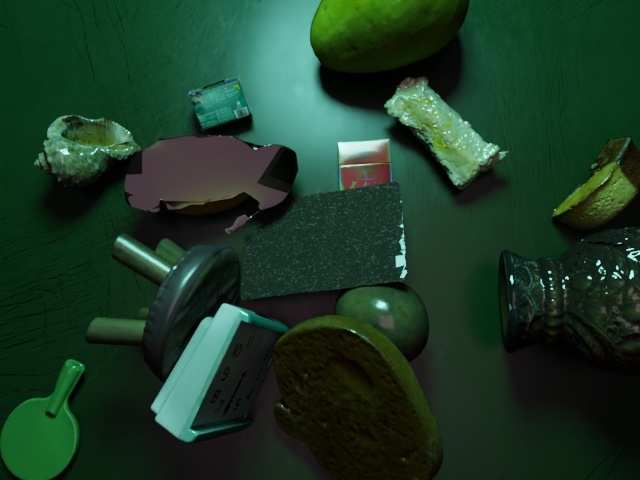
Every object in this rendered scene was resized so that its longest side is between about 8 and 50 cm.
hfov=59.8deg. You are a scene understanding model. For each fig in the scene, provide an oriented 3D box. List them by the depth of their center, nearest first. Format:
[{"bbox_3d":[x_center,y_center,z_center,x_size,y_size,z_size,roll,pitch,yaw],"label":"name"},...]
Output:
[{"bbox_3d":[0.130,-0.457,1.110,0.326,0.258,0.258,-32,81,14],"label":"fig"}]

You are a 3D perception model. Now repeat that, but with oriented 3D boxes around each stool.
[{"bbox_3d":[-0.281,0.113,1.036,0.178,0.272,0.272,19,83,14],"label":"stool"}]

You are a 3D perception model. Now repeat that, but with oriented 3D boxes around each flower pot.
[{"bbox_3d":[0.469,0.109,1.014,0.267,0.266,0.266,0,81,13],"label":"flower pot"}]

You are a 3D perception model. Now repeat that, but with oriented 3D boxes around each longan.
[{"bbox_3d":[0.116,0.149,1.055,0.187,0.167,0.167,23,83,14],"label":"longan"}]

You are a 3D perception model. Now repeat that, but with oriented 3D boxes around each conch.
[{"bbox_3d":[-0.485,-0.192,1.151,0.207,0.130,0.155,-18,94,-15],"label":"conch"}]

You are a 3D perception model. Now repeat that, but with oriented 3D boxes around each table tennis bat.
[{"bbox_3d":[-0.545,0.360,1.119,0.160,0.039,0.257,25,88,6],"label":"table tennis bat"}]

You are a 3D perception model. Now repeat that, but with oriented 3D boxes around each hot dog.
[{"bbox_3d":[-0.219,-0.119,1.146,0.326,0.107,0.194,11,92,-6],"label":"hot dog"}]

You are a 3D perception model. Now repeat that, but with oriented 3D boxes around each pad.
[{"bbox_3d":[0.000,0.000,1.090,0.330,0.004,0.220,-8,60,15],"label":"pad"}]

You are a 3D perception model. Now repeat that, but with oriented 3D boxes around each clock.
[{"bbox_3d":[-0.174,0.231,1.010,0.116,0.262,0.231,23,83,16],"label":"clock"}]

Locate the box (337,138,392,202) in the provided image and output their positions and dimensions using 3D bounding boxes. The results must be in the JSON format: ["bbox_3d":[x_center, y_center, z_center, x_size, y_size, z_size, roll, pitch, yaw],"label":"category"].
[{"bbox_3d":[0.094,-0.119,1.156,0.112,0.048,0.175,-4,81,2],"label":"box"}]

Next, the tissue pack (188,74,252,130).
[{"bbox_3d":[-0.212,-0.295,1.185,0.111,0.079,0.085,-19,116,1],"label":"tissue pack"}]

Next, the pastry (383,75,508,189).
[{"bbox_3d":[0.246,-0.221,1.145,0.121,0.089,0.258,-45,81,-1],"label":"pastry"}]

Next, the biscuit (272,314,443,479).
[{"bbox_3d":[0.050,0.310,1.025,0.314,0.063,0.367,-21,99,35],"label":"biscuit"}]

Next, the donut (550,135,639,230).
[{"bbox_3d":[0.570,-0.108,1.101,0.085,0.141,0.217,41,89,0],"label":"donut"}]
